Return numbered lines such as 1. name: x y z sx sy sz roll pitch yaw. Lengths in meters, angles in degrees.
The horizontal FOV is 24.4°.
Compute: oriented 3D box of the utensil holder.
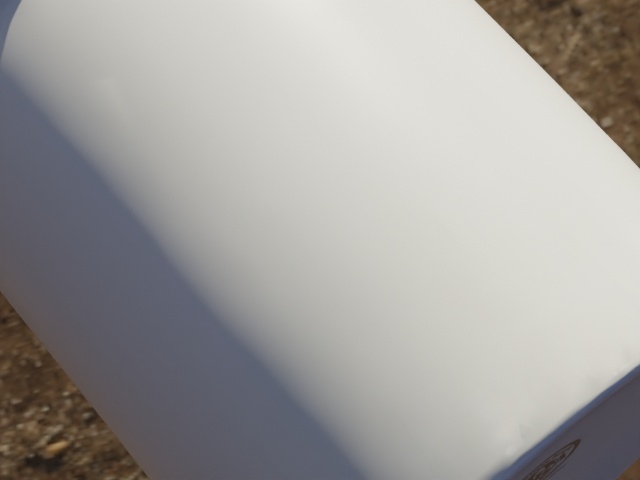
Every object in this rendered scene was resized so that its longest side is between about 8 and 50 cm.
1. utensil holder: 0.000 0.000 0.832 0.328 0.327 0.385 -20 60 -44
